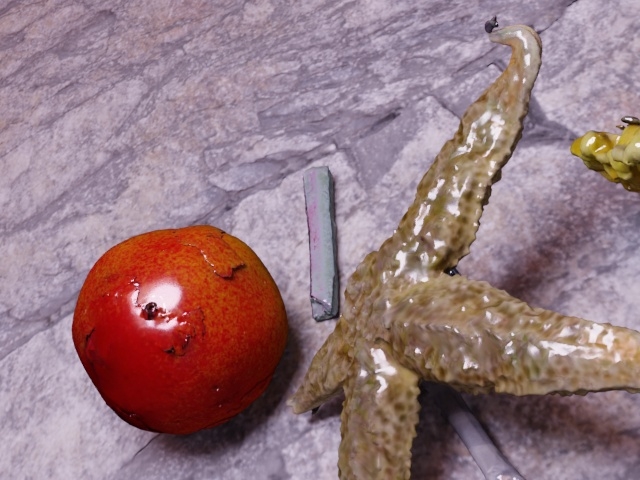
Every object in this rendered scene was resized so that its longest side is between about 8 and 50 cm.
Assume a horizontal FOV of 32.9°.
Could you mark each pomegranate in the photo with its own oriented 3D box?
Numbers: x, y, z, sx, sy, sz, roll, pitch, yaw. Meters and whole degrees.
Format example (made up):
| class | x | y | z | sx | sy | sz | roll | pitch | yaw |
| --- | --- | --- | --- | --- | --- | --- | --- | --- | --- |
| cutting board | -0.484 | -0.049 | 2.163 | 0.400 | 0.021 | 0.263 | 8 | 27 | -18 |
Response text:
| class | x | y | z | sx | sy | sz | roll | pitch | yaw |
| --- | --- | --- | --- | --- | --- | --- | --- | --- | --- |
| pomegranate | -0.134 | 0.080 | 1.074 | 0.210 | 0.210 | 0.235 | -20 | 14 | 19 |

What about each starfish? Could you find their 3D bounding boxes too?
| class | x | y | z | sx | sy | sz | roll | pitch | yaw |
| --- | --- | --- | --- | --- | --- | --- | --- | --- | --- |
| starfish | 0.109 | 0.071 | 0.875 | 0.432 | 0.082 | 0.324 | -54 | 41 | 20 |

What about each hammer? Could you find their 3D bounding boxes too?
| class | x | y | z | sx | sy | sz | roll | pitch | yaw |
| --- | --- | --- | --- | --- | --- | --- | --- | --- | --- |
| hammer | 0.148 | 0.177 | 0.917 | 0.152 | 0.044 | 0.427 | -38 | 43 | 1 |

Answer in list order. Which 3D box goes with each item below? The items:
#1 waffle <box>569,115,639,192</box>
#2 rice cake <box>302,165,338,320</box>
| class | x | y | z | sx | sy | sz | roll | pitch | yaw |
| --- | --- | --- | --- | --- | --- | --- | --- | --- | --- |
| waffle | 0.342 | -0.043 | 0.860 | 0.280 | 0.262 | 0.060 | 16 | 97 | 3 |
| rice cake | 0.001 | 0.000 | 1.172 | 0.033 | 0.033 | 0.208 | -13 | 49 | 12 |
